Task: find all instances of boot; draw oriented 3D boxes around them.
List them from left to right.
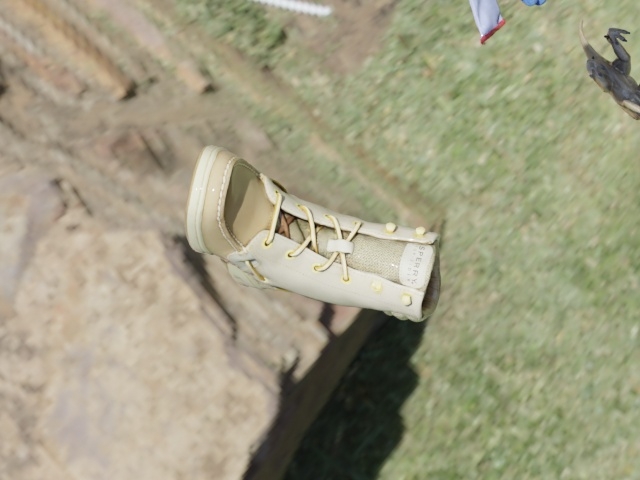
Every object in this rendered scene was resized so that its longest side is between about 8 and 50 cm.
[{"bbox_3d":[0.000,0.000,1.518,0.203,0.262,0.095,13,73,17],"label":"boot"}]

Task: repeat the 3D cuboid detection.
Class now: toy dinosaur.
[{"bbox_3d":[0.267,-0.148,1.563,0.053,0.092,0.183,-35,60,-2],"label":"toy dinosaur"}]

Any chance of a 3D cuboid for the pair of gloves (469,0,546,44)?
[{"bbox_3d":[0.139,-0.261,1.482,0.023,0.198,0.159,-17,104,34],"label":"pair of gloves"}]
